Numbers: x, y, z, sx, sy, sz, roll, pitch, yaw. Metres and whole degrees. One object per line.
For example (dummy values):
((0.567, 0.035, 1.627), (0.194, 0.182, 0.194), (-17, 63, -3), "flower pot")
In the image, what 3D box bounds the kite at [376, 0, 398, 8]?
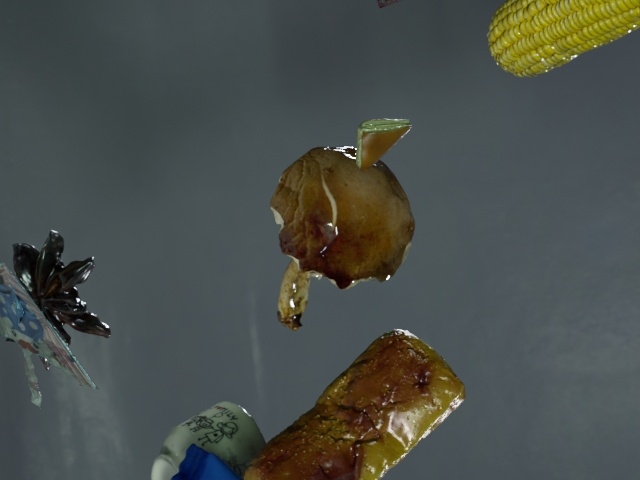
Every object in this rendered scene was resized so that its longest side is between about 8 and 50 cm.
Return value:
((0.108, -0.343, 1.383), (0.044, 0.078, 0.002), (45, -16, 45), "kite")

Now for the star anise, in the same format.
((-0.526, 0.111, 1.965), (0.129, 0.212, 0.282), (-29, 122, -55), "star anise")

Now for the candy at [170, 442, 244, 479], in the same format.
((-0.069, 0.415, 1.278), (0.187, 0.331, 0.077), (-61, -167, -24), "candy")

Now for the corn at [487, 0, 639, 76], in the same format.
((0.199, -0.176, 0.742), (0.203, 0.072, 0.072), (-18, -101, 63), "corn")

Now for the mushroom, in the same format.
((-0.015, -0.009, 1.580), (0.208, 0.302, 0.232), (17, 54, -51), "mushroom")

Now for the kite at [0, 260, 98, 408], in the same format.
((-0.475, 0.161, 1.605), (0.011, 0.335, 0.314), (-38, 140, -39), "kite")

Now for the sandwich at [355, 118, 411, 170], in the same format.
((0.061, -0.117, 1.149), (0.044, 0.083, 0.031), (32, 26, -32), "sandwich")

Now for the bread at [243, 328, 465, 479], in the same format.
((0.043, 0.226, 1.163), (0.139, 0.271, 0.077), (40, -18, 35), "bread")

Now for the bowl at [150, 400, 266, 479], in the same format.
((-0.176, 0.374, 1.529), (0.126, 0.238, 0.237), (-9, 89, -35), "bowl")
